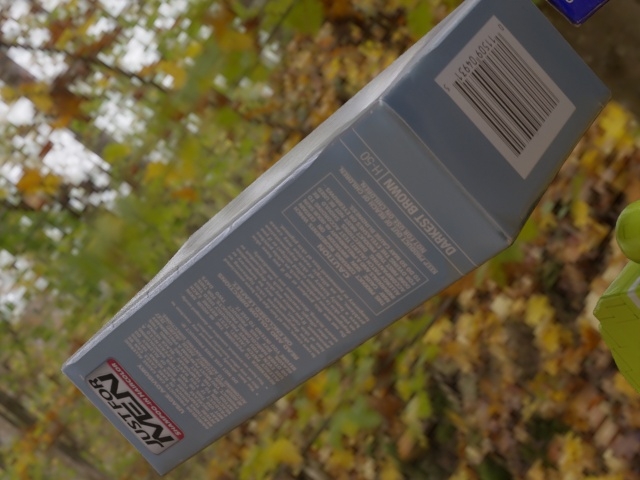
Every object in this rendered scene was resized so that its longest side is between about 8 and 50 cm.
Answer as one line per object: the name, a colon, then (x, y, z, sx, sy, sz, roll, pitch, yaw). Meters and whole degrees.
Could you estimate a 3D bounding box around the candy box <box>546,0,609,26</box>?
candy box: (0.202, -0.286, 0.622, 0.317, 0.122, 0.268, -38, 20, 45)

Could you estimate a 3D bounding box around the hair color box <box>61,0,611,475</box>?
hair color box: (0.000, 0.000, 0.959, 0.374, 0.113, 0.185, -37, 8, 43)

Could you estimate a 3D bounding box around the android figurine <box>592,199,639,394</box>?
android figurine: (0.276, 0.070, 0.883, 0.056, 0.248, 0.273, -47, 9, -22)
